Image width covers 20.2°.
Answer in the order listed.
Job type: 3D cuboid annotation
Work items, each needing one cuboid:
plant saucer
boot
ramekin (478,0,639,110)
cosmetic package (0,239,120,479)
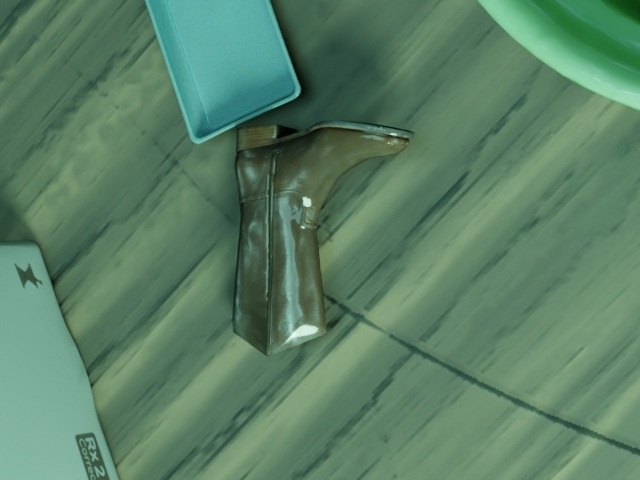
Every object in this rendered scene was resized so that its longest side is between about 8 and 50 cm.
[{"bbox_3d":[-0.064,-0.149,0.920,0.067,0.018,0.192,-23,79,24],"label":"plant saucer"},{"bbox_3d":[0.000,0.000,0.875,0.106,0.037,0.114,-2,85,39],"label":"boot"},{"bbox_3d":[0.197,-0.191,0.718,0.303,0.148,0.303,-1,89,26],"label":"ramekin"},{"bbox_3d":[-0.231,0.101,0.924,0.183,0.151,0.151,-25,80,24],"label":"cosmetic package"}]
